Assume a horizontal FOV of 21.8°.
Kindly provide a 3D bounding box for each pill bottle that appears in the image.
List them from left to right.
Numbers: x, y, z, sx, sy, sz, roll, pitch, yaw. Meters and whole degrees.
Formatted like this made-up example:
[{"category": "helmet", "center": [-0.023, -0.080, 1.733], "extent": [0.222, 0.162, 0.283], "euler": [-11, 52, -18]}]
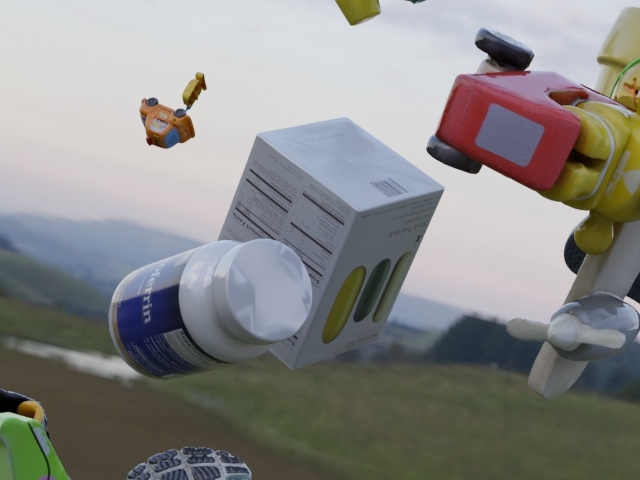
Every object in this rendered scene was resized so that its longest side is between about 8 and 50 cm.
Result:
[{"category": "pill bottle", "center": [-0.136, 0.083, 2.060], "extent": [0.153, 0.153, 0.265], "euler": [15, -20, -34]}]

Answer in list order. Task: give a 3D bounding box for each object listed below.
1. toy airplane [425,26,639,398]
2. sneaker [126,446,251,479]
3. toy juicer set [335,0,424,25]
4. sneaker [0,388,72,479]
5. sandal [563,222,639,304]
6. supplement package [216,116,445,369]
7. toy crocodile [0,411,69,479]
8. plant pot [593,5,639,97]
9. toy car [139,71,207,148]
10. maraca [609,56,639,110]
[{"category": "toy airplane", "center": [0.325, -0.061, 1.616], "extent": [0.272, 0.384, 0.386], "euler": [45, -20, 54]}, {"category": "sneaker", "center": [-0.206, 0.337, 2.006], "extent": [0.107, 0.275, 0.110], "euler": [-109, 175, -51]}, {"category": "toy juicer set", "center": [0.181, -0.427, 2.536], "extent": [0.209, 0.089, 0.329], "euler": [-22, 1, 44]}, {"category": "sneaker", "center": [-0.289, 0.205, 1.577], "extent": [0.093, 0.088, 0.225], "euler": [-25, -50, 17]}, {"category": "sandal", "center": [0.413, 0.049, 1.983], "extent": [0.254, 0.097, 0.054], "euler": [34, 23, 5]}, {"category": "supplement package", "center": [0.000, 0.000, 2.282], "extent": [0.198, 0.262, 0.199], "euler": [38, 31, 27]}, {"category": "toy crocodile", "center": [-0.208, 0.293, 1.393], "extent": [0.105, 0.340, 0.115], "euler": [-32, 22, -28]}, {"category": "plant pot", "center": [0.463, -0.154, 2.263], "extent": [0.254, 0.239, 0.254], "euler": [30, 3, -2]}, {"category": "toy car", "center": [-0.144, -0.121, 1.533], "extent": [0.060, 0.040, 0.122], "euler": [31, -26, 4]}, {"category": "maraca", "center": [0.405, -0.166, 1.930], "extent": [0.127, 0.185, 0.099], "euler": [40, 43, 10]}]
